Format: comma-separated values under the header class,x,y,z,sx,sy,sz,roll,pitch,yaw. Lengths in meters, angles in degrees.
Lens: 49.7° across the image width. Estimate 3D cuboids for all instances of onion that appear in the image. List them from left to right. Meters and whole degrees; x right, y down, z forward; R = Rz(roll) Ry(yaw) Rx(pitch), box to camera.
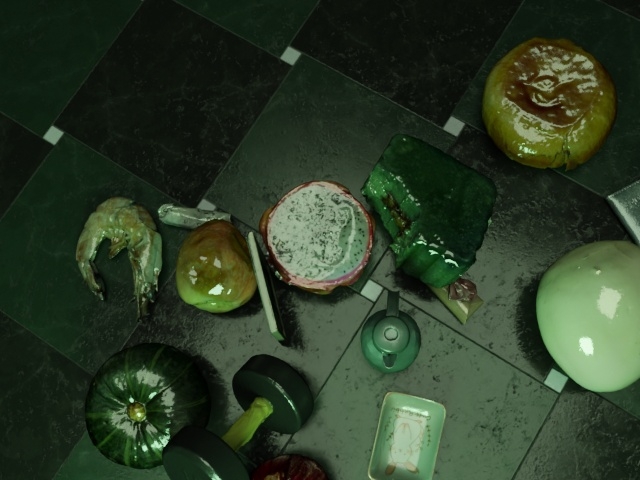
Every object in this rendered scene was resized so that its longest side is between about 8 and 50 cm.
class,x,y,z,sx,sy,sz,roll,pitch,yaw
onion,-0.083,0.613,1.573,0.252,0.219,0.251,-3,80,17

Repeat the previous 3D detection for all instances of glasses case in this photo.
class,x,y,z,sx,sy,sz,roll,pitch,yaw
glasses case,0.331,0.103,1.734,0.102,0.070,0.193,-41,77,-6

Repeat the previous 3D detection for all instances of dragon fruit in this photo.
class,x,y,z,sx,sy,sz,roll,pitch,yaw
dragon fruit,0.000,0.000,1.737,0.291,0.189,0.290,0,85,2

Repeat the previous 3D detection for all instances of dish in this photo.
class,x,y,z,sx,sy,sz,roll,pitch,yaw
dish,0.206,0.478,1.653,0.151,0.077,0.212,13,78,6

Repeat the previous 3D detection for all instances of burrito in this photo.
class,x,y,z,sx,sy,sz,roll,pitch,yaw
burrito,-0.332,-0.058,1.834,0.203,0.064,0.064,11,78,6

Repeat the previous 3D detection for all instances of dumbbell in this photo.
class,x,y,z,sx,sy,sz,roll,pitch,yaw
dumbbell,-0.180,0.430,1.563,0.204,0.203,0.322,36,48,12

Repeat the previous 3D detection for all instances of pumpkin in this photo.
class,x,y,z,sx,sy,sz,roll,pitch,yaw
pumpkin,-0.414,0.395,1.663,0.301,0.207,0.299,0,90,0

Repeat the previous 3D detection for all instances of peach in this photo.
class,x,y,z,sx,sy,sz,roll,pitch,yaw
peach,-0.263,0.056,1.726,0.215,0.214,0.235,-10,68,2

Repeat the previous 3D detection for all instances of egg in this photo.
class,x,y,z,sx,sy,sz,roll,pitch,yaw
egg,0.643,0.172,1.585,0.283,0.283,0.344,-1,79,5

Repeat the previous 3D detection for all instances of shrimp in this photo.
class,x,y,z,sx,sy,sz,roll,pitch,yaw
shrimp,-0.526,0.054,1.819,0.247,0.085,0.360,-22,72,9

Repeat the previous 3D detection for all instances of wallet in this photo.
class,x,y,z,sx,sy,sz,roll,pitch,yaw
wallet,0.861,-0.094,1.752,0.222,0.036,0.167,-27,76,-1

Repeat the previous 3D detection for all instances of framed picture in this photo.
class,x,y,z,sx,sy,sz,roll,pitch,yaw
framed picture,-0.124,0.124,1.642,0.024,0.315,0.231,-15,77,-1

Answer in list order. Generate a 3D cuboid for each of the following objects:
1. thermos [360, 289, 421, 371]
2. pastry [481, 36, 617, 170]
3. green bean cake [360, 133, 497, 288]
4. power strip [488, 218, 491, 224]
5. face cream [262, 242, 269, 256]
class,x,y,z,sx,sy,sz,roll,pitch,yaw
thermos,0.166,0.215,1.610,0.145,0.286,0.182,4,76,6
pastry,0.584,-0.351,1.777,0.356,0.164,0.355,-1,81,8
green bean cake,0.244,-0.073,1.676,0.308,0.169,0.300,31,55,-2
power strip,0.406,-0.028,1.785,0.040,0.016,0.090,31,81,8
face cream,-0.128,0.001,1.821,0.040,0.021,0.083,13,78,8
